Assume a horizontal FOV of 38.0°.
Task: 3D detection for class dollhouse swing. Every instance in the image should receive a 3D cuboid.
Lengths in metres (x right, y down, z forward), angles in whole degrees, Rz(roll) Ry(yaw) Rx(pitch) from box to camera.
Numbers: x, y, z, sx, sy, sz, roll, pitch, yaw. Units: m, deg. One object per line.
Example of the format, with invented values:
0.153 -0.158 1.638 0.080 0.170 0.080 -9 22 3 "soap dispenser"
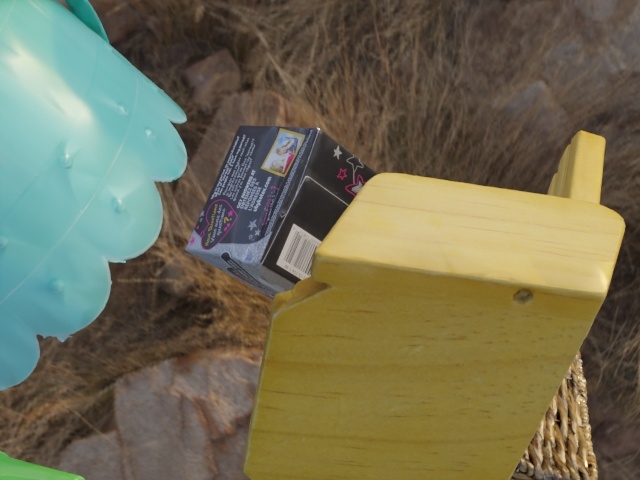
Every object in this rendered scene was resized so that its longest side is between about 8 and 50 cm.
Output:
0.105 0.058 0.903 0.315 0.347 0.305 8 42 -5 "dollhouse swing"

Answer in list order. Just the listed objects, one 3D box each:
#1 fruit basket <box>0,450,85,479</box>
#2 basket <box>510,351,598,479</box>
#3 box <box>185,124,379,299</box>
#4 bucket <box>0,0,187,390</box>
-0.359 0.423 0.913 0.391 0.283 0.392 10 116 22 "fruit basket"
0.207 0.261 1.178 0.213 0.223 0.299 14 32 3 "basket"
0.000 0.000 1.048 0.142 0.247 0.163 9 72 48 "box"
-0.240 -0.053 0.594 0.281 0.183 0.281 -27 39 24 "bucket"
